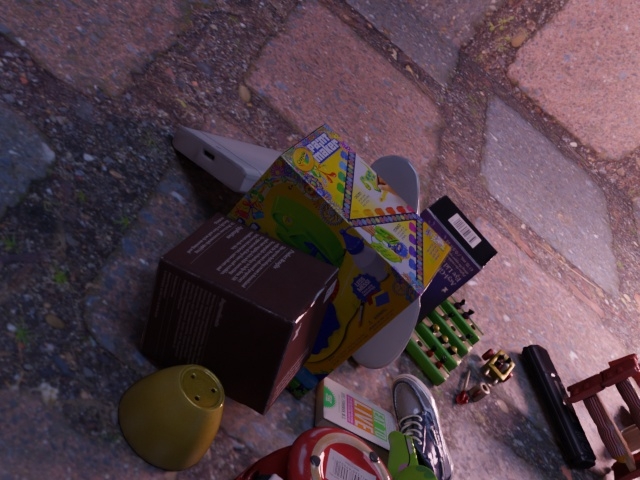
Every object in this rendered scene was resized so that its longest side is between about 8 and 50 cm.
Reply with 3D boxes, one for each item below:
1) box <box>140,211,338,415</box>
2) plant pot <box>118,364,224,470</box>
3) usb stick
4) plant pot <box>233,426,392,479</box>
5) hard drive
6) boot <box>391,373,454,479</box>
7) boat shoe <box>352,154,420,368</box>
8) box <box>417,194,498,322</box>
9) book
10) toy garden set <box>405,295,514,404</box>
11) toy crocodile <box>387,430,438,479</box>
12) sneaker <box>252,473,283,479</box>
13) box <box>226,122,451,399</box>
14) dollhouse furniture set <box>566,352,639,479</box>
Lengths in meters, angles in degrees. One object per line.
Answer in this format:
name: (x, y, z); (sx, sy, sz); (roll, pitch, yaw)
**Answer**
box: (-0.112, 0.096, 1.243); (0.203, 0.167, 0.168); (25, 30, 12)
plant pot: (-0.178, 0.213, 1.158); (0.134, 0.095, 0.134); (30, 34, -23)
usb stick: (0.488, 0.336, 1.844); (0.077, 0.045, 0.278); (27, 35, -42)
plant pot: (-0.011, 0.344, 1.130); (0.191, 0.174, 0.191); (28, 37, -24)
hard drive: (-0.065, -0.118, 1.637); (0.353, 0.047, 0.233); (11, 17, -43)
boot: (0.154, 0.306, 1.433); (0.086, 0.069, 0.190); (3, 60, -63)
boat shoe: (0.112, 0.042, 1.589); (0.156, 0.135, 0.367); (42, 51, -81)
box: (0.201, 0.042, 1.695); (0.153, 0.207, 0.108); (48, 32, 6)
book: (0.056, 0.283, 1.417); (0.144, 0.035, 0.096); (31, 30, -19)
toy garden set: (0.279, 0.216, 1.726); (0.204, 0.049, 0.244); (51, 32, 5)
toy crocodile: (0.134, 0.431, 1.261); (0.115, 0.105, 0.341); (74, 4, -53)
sneaker: (-0.171, 0.309, 0.985); (0.268, 0.101, 0.153); (-34, 72, -29)
box: (-0.012, 0.033, 1.377); (0.279, 0.290, 0.177); (45, 32, 1)
dollhouse furniture set: (0.643, 0.355, 1.912); (0.201, 0.152, 0.374); (62, 16, 6)
